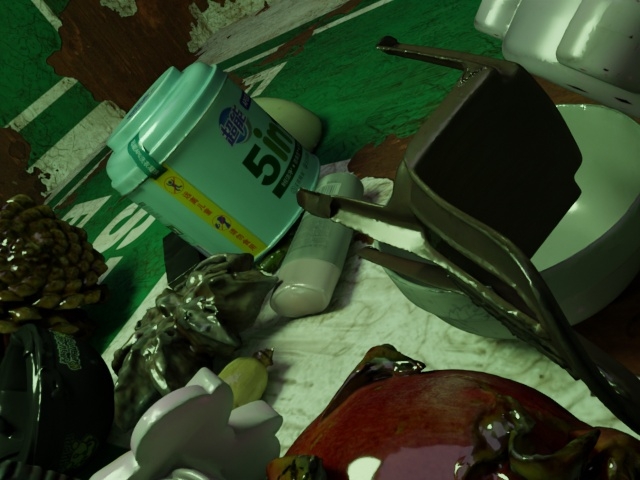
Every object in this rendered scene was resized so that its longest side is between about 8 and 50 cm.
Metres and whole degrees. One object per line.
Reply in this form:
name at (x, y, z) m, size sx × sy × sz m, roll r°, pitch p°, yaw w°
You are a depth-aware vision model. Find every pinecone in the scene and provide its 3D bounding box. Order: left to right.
pinecone at (-0.637, 0.123, 1.183) m, size 0.384 × 0.384 × 0.384 m, roll -26°, pitch 31°, yaw 17°

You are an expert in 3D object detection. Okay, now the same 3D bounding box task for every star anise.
star anise at (-0.204, 0.134, 0.880) m, size 0.332 × 0.117 × 0.331 m, roll -39°, pitch 16°, yaw 14°

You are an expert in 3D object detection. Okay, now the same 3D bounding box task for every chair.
chair at (0.134, -0.029, 0.434) m, size 0.183 × 0.175 × 0.326 m, roll -53°, pitch 34°, yaw -2°

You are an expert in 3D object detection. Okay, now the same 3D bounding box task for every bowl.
bowl at (0.217, -0.005, 0.630) m, size 0.287 × 0.144 × 0.287 m, roll -27°, pitch 30°, yaw 17°

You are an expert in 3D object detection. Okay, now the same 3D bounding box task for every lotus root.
lotus root at (-0.112, 0.200, 0.769) m, size 0.150 × 0.062 × 0.073 m, roll -48°, pitch 9°, yaw -22°

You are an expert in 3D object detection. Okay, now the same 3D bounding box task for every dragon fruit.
dragon fruit at (0.076, 0.199, 0.393) m, size 0.250 × 0.250 × 0.315 m, roll -84°, pitch 14°, yaw -53°

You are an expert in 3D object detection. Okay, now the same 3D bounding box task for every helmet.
helmet at (-0.392, 0.255, 0.875) m, size 0.279 × 0.160 × 0.230 m, roll 34°, pitch 104°, yaw 46°

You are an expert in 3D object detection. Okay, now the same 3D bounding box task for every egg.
egg at (-0.142, -0.248, 1.329) m, size 0.264 × 0.174 × 0.286 m, roll 11°, pitch 50°, yaw 48°

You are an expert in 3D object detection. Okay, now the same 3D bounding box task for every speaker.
speaker at (-0.276, 0.032, 1.200) m, size 0.082 × 0.044 × 0.218 m, roll -36°, pitch 30°, yaw 0°

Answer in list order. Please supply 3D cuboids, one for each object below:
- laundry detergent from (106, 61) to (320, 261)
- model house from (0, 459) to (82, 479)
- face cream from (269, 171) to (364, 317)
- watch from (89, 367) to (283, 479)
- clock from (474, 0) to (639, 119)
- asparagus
laundry detergent at (-0.204, -0.142, 1.055) m, size 0.287 × 0.305 × 0.287 m, roll -38°, pitch 27°, yaw 24°
model house at (-0.311, 0.391, 0.613) m, size 0.249 × 0.230 × 0.280 m, roll 6°, pitch 35°, yaw -9°
face cream at (0.000, 0.000, 0.923) m, size 0.107 × 0.073 × 0.269 m, roll -22°, pitch 32°, yaw 35°
watch at (-0.108, 0.292, 0.547) m, size 0.248 × 0.211 × 0.217 m, roll -45°, pitch 49°, yaw -2°
clock at (0.338, -0.180, 0.582) m, size 0.295 × 0.322 × 0.113 m, roll -110°, pitch 37°, yaw -59°
asparagus at (-0.053, -0.007, 1.034) m, size 0.165 × 0.030 × 0.036 m, roll -53°, pitch 20°, yaw -26°
